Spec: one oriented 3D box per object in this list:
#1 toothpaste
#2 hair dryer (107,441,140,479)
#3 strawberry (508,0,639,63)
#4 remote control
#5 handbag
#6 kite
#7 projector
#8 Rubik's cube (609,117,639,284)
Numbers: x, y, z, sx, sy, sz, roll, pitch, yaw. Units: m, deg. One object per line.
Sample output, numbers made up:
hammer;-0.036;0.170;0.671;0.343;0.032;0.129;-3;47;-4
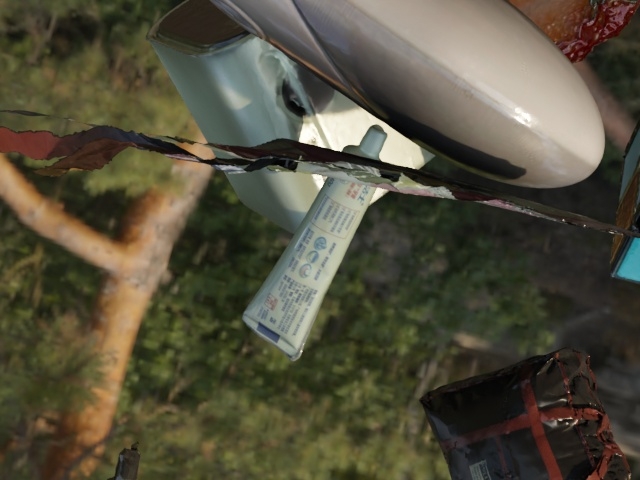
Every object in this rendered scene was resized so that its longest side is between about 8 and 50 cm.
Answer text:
toothpaste;0.001;0.000;1.121;0.069;0.268;0.047;22;-156;-13
hair dryer;-0.094;0.297;0.694;0.303;0.360;0.120;-7;155;9
strawberry;0.217;-0.216;1.038;0.106;0.175;0.236;27;177;-30
remote control;0.028;-0.140;0.665;0.332;0.103;0.221;35;-166;8
handbag;0.215;0.222;1.090;0.169;0.215;0.155;-26;163;25
kite;-0.004;-0.032;0.488;0.204;0.022;0.360;18;-169;36
projector;-0.019;-0.188;1.277;0.248;0.248;0.249;31;154;58
Rubik's cube;0.396;-0.059;1.095;0.167;0.183;0.180;15;145;6
